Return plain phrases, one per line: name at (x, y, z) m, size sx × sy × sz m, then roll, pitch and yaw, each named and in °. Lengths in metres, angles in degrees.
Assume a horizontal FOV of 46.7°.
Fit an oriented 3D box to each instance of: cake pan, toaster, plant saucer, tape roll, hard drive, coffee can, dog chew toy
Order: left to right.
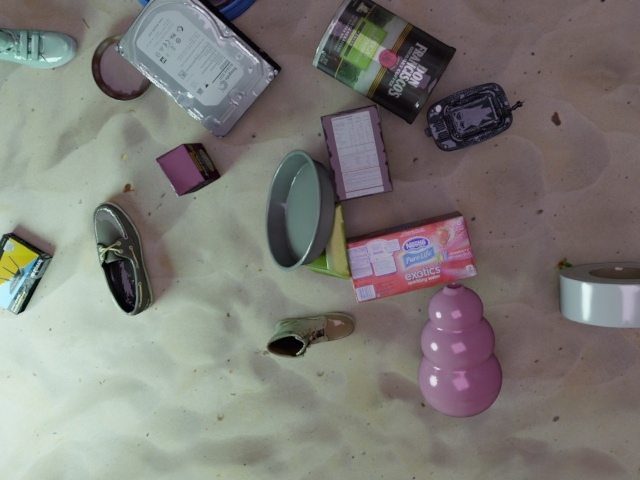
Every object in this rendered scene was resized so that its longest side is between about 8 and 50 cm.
plant saucer at (-0.495, -0.438, 1.880) m, size 0.168 × 0.029 × 0.168 m, roll 1°, pitch 98°, yaw 6°
hard drive at (-0.296, -0.440, 1.798) m, size 0.339 × 0.064 × 0.237 m, roll 41°, pitch 112°, yaw -12°
cake pan at (-0.051, -0.070, 1.786) m, size 0.054 × 0.293 × 0.293 m, roll 5°, pitch 100°, yaw -28°
plant saucer at (0.000, 0.000, 1.821) m, size 0.045 × 0.188 × 0.188 m, roll -10°, pitch 98°, yaw -25°
coffee can at (0.148, -0.427, 1.739) m, size 0.275 × 0.201 × 0.201 m, roll 30°, pitch 99°, yaw 1°
dog chew toy at (0.332, 0.259, 1.798) m, size 0.206 × 0.206 × 0.332 m, roll -6°, pitch 110°, yaw 6°
toaster at (0.358, -0.297, 1.766) m, size 0.227 × 0.146 × 0.129 m, roll -21°, pitch 96°, yaw 8°
tape roll at (0.702, 0.121, 1.729) m, size 0.286 × 0.286 × 0.100 m, roll -3°, pitch 98°, yaw 5°

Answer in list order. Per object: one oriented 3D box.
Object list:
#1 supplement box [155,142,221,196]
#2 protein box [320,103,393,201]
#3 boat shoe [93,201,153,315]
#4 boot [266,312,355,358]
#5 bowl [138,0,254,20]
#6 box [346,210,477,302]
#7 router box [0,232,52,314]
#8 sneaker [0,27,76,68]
supplement box at (-0.320, -0.176, 1.820) m, size 0.081 × 0.188 × 0.104 m, roll -29°, pitch 94°, yaw 8°
protein box at (0.090, -0.210, 1.774) m, size 0.136 × 0.200 × 0.201 m, roll -10°, pitch 97°, yaw 6°
boat shoe at (-0.518, 0.048, 1.918) m, size 0.109 × 0.091 × 0.305 m, roll -17°, pitch 96°, yaw 7°
boot at (-0.022, 0.240, 1.864) m, size 0.213 × 0.165 × 0.077 m, roll -5°, pitch 98°, yaw 7°
bowl at (-0.309, -0.720, 1.800) m, size 0.391 × 0.077 × 0.391 m, roll 1°, pitch 98°, yaw 5°
box at (0.217, 0.037, 1.828) m, size 0.300 × 0.142 × 0.154 m, roll -15°, pitch 97°, yaw 6°
router box at (-0.815, 0.088, 1.972) m, size 0.133 × 0.046 × 0.179 m, roll 31°, pitch 99°, yaw 0°
sneaker at (-0.747, -0.480, 1.834) m, size 0.256 × 0.151 × 0.094 m, roll 1°, pitch 96°, yaw 3°
